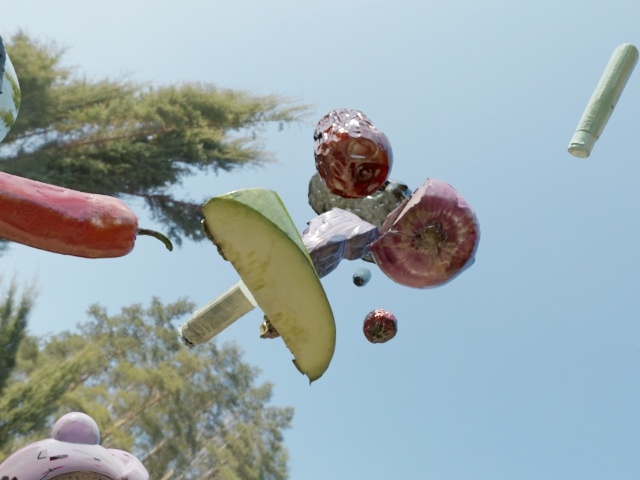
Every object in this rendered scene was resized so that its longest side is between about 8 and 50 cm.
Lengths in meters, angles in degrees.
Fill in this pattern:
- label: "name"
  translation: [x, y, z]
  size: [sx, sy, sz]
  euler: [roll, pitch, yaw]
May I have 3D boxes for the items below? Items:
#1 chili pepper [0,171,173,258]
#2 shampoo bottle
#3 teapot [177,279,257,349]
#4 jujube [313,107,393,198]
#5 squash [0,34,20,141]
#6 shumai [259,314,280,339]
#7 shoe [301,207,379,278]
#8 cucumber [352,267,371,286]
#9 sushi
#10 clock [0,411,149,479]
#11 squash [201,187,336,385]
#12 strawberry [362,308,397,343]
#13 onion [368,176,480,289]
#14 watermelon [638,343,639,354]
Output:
- label: "chili pepper"
  translation: [-0.260, -0.023, 0.521]
  size: [0.063, 0.272, 0.071]
  euler: [3, -101, 39]
- label: "shampoo bottle"
  translation: [0.458, -0.221, 0.859]
  size: [0.041, 0.069, 0.191]
  euler: [26, -97, 20]
- label: "teapot"
  translation: [-0.247, 0.176, 1.287]
  size: [0.200, 0.107, 0.077]
  euler: [-35, -80, 9]
- label: "jujube"
  translation: [0.059, -0.183, 1.070]
  size: [0.155, 0.230, 0.155]
  euler: [-3, -58, -5]
- label: "squash"
  translation: [-0.478, -0.200, 0.614]
  size: [0.133, 0.220, 0.220]
  euler: [6, -60, 65]
- label: "shumai"
  translation: [-0.124, 0.254, 1.601]
  size: [0.123, 0.139, 0.105]
  euler: [25, -81, -14]
- label: "shoe"
  translation: [0.000, 0.000, 1.143]
  size: [0.137, 0.245, 0.095]
  euler: [38, -42, 38]
- label: "cucumber"
  translation: [0.109, 0.104, 1.429]
  size: [0.048, 0.105, 0.048]
  euler: [1, -83, 12]
- label: "sushi"
  translation: [0.126, -0.070, 1.341]
  size: [0.350, 0.171, 0.211]
  euler: [35, -82, 30]
- label: "clock"
  translation: [-0.418, 0.478, 0.871]
  size: [0.322, 0.295, 0.113]
  euler: [57, -33, 1]
- label: "squash"
  translation: [-0.044, 0.064, 0.673]
  size: [0.093, 0.169, 0.252]
  euler: [-26, -99, 8]
- label: "strawberry"
  translation: [0.157, 0.227, 1.426]
  size: [0.106, 0.106, 0.106]
  euler: [17, -58, 29]
- label: "onion"
  translation: [0.210, 0.000, 1.022]
  size: [0.200, 0.207, 0.200]
  euler: [37, -25, 20]
- label: "watermelon"
  translation: [0.421, 0.123, 0.626]
  size: [0.061, 0.085, 0.085]
  euler: [55, -44, 29]
